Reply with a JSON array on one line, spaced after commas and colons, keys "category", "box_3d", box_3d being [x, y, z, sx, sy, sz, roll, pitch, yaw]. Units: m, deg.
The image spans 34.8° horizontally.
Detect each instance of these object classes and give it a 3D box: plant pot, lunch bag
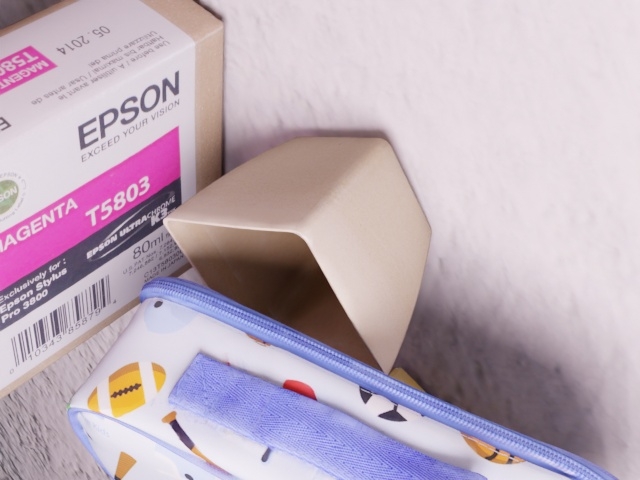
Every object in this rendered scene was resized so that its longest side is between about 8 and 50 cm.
[{"category": "plant pot", "box_3d": [0.000, 0.000, 0.573, 0.109, 0.096, 0.109, 6, 136, 43]}, {"category": "lunch bag", "box_3d": [0.023, 0.142, 0.551, 0.303, 0.115, 0.243, 21, 152, 20]}]

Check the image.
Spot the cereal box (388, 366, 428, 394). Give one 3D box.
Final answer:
[{"category": "cereal box", "box_3d": [0.056, 0.208, 0.748, 0.173, 0.047, 0.240, 44, 142, 4]}]

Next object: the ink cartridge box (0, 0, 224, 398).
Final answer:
[{"category": "ink cartridge box", "box_3d": [-0.167, -0.025, 0.609, 0.088, 0.235, 0.193, 36, 143, 24]}]
